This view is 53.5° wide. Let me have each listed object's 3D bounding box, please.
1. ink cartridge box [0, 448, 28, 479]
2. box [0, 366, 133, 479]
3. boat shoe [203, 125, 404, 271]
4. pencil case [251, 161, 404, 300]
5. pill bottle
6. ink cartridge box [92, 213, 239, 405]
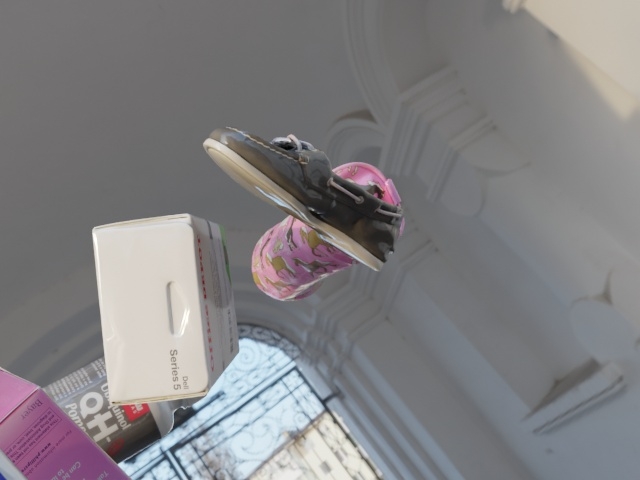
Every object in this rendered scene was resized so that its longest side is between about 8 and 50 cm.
[{"bbox_3d":[-0.170,0.202,0.155,0.072,0.307,0.303,-53,-13,30],"label":"ink cartridge box"},{"bbox_3d":[-0.314,0.278,0.729,0.213,0.243,0.117,-5,36,52],"label":"box"},{"bbox_3d":[-0.005,-0.066,0.767,0.335,0.112,0.096,35,-97,-47],"label":"boat shoe"},{"bbox_3d":[0.000,0.000,1.111,0.167,0.160,0.386,-68,12,-22],"label":"pencil case"},{"bbox_3d":[-0.366,0.294,1.095,0.318,0.176,0.176,-28,-23,-25],"label":"pill bottle"},{"bbox_3d":[-0.183,0.077,0.807,0.114,0.199,0.273,-7,-2,-1],"label":"ink cartridge box"}]
